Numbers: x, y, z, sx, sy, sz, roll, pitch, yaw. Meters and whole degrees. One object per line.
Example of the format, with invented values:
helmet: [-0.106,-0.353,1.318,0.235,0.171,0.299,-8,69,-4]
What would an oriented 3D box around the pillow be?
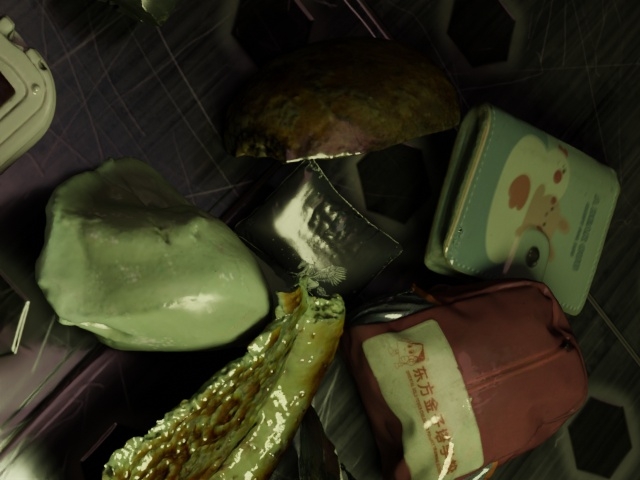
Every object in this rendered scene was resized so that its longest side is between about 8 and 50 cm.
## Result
pillow: [0.000,0.000,1.924,0.141,0.055,0.208,-45,120,2]

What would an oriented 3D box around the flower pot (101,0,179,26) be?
flower pot: [-0.228,-0.336,1.796,0.157,0.157,0.107,31,84,-24]

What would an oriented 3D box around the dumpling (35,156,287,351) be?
dumpling: [-0.200,0.043,1.745,0.270,0.320,0.212,38,85,22]

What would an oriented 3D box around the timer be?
timer: [-0.445,-0.186,1.685,0.237,0.087,0.262,-47,109,-25]

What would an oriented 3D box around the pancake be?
pancake: [-0.107,0.233,1.752,0.067,0.305,0.427,37,70,26]

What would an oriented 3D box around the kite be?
kite: [0.028,0.320,1.765,0.022,0.360,0.204,-6,100,-19]

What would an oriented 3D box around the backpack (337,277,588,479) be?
backpack: [0.200,0.180,1.956,0.317,0.197,0.283,-20,94,-19]

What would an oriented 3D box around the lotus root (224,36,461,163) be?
lotus root: [0.032,-0.192,1.918,0.314,0.210,0.142,-19,107,-43]

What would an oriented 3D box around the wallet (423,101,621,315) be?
wallet: [0.290,-0.029,2.060,0.360,0.083,0.252,21,87,-44]
